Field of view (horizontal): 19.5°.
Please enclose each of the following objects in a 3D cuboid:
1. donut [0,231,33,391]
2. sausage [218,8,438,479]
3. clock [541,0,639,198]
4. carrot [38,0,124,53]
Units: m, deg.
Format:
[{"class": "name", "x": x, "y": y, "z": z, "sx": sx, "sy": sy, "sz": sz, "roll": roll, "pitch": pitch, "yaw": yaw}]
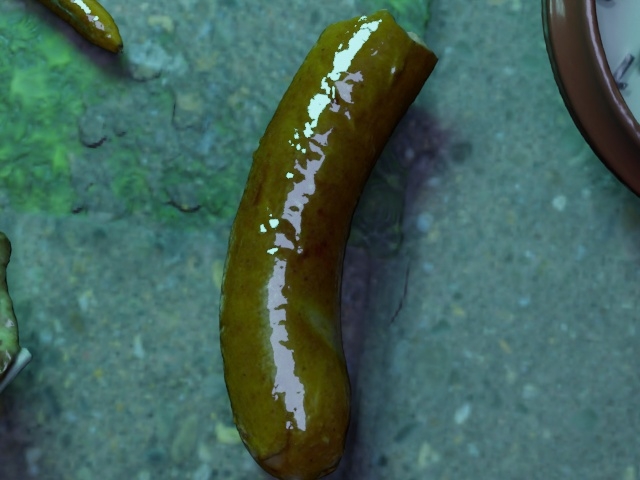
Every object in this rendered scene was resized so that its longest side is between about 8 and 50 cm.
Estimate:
[{"class": "donut", "x": -0.352, "y": 0.077, "z": 1.049, "sx": 0.259, "sy": 0.345, "sz": 0.136, "roll": -21, "pitch": 84, "yaw": 23}, {"class": "sausage", "x": -0.005, "y": 0.000, "z": 1.171, "sx": 0.103, "sy": 0.076, "sz": 0.302, "roll": 13, "pitch": 78, "yaw": 5}, {"class": "clock", "x": 0.293, "y": -0.150, "z": 1.185, "sx": 0.319, "sy": 0.080, "sz": 0.318, "roll": 1, "pitch": 87, "yaw": -12}, {"class": "carrot", "x": -0.199, "y": -0.186, "z": 1.238, "sx": 0.190, "sy": 0.037, "sz": 0.037, "roll": 38, "pitch": 81, "yaw": 8}]
